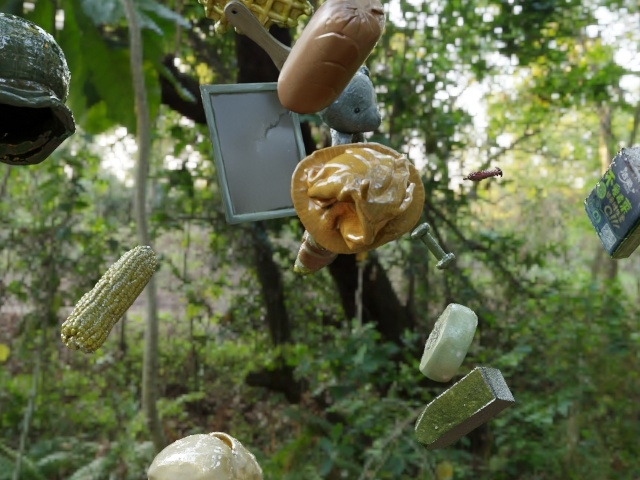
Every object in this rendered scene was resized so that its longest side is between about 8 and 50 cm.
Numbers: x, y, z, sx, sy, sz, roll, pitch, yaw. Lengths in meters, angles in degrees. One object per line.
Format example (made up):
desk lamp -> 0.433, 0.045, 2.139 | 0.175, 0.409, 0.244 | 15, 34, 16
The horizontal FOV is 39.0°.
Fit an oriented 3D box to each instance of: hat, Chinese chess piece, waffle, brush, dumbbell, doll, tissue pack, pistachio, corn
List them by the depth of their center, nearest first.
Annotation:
hat -> 0.067, -0.093, 1.601 | 0.244, 0.233, 0.233 | 42, -3, 2
Chinese chess piece -> 0.228, 0.183, 1.623 | 0.058, 0.144, 0.144 | 25, -4, 2
pistachio -> -0.211, 0.427, 1.640 | 0.229, 0.157, 0.157 | -10, -10, 38
corn -> -0.450, 0.121, 1.948 | 0.101, 0.292, 0.101 | 21, -36, 16
brush -> -0.098, -0.424, 2.092 | 0.070, 0.065, 0.327 | -33, -63, 32
tissue pack -> 0.718, -0.087, 2.125 | 0.073, 0.173, 0.236 | -9, -31, -17
waffle -> -0.160, -0.634, 2.150 | 0.311, 0.307, 0.060 | -7, 25, 7
dumbbell -> 0.270, 0.014, 2.166 | 0.052, 0.118, 0.046 | -41, 3, -8
doll -> 0.099, -0.282, 2.326 | 0.158, 0.341, 0.246 | 3, 33, 30

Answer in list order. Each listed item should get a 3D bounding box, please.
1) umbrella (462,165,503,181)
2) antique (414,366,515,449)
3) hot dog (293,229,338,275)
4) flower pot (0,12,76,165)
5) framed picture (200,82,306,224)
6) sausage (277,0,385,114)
umbrella -> 0.387, -0.156, 2.154 | 0.025, 0.027, 0.165 | 7, -4, -22
antique -> 0.289, 0.354, 1.881 | 0.081, 0.080, 0.221 | 15, -47, -45
hot dog -> 0.004, 0.004, 2.215 | 0.093, 0.123, 0.262 | 16, -36, -7
flower pot -> -0.626, -0.280, 1.740 | 0.301, 0.213, 0.302 | -11, -22, -4
framed picture -> -0.129, -0.187, 1.898 | 0.231, 0.293, 0.018 | -9, -4, -36
sausage -> 0.016, -0.329, 1.595 | 0.121, 0.121, 0.304 | 3, -19, -20
